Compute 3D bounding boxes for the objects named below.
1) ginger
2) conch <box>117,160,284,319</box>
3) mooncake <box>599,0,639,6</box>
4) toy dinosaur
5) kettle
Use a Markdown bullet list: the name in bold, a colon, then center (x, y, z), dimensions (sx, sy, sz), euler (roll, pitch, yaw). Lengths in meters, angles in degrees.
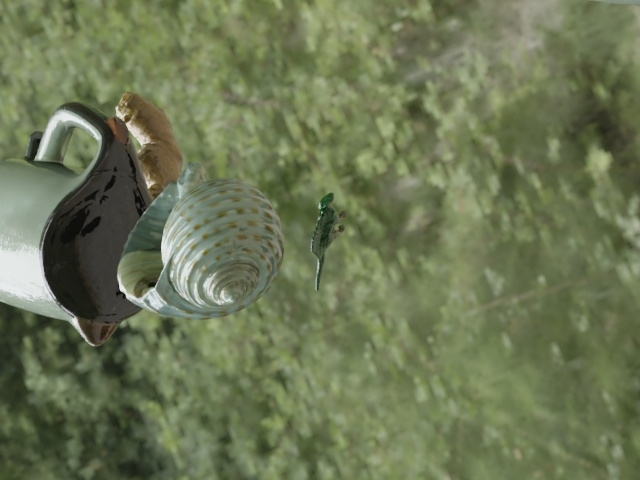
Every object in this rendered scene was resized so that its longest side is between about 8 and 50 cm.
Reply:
- **ginger**: center (-0.200, -0.060, 1.897), dimensions (0.089, 0.075, 0.288), euler (7, -117, -49)
- **conch**: center (-0.092, 0.011, 1.171), dimensions (0.102, 0.135, 0.153), euler (52, -176, -18)
- **mooncake**: center (0.141, -0.167, 0.594), dimensions (0.254, 0.250, 0.136), euler (-56, -25, -86)
- **toy dinosaur**: center (0.000, -0.001, 1.607), dimensions (0.060, 0.029, 0.120), euler (-30, -42, -65)
- **kettle**: center (-0.266, -0.026, 1.568), dimensions (0.255, 0.165, 0.240), euler (11, 94, 60)
